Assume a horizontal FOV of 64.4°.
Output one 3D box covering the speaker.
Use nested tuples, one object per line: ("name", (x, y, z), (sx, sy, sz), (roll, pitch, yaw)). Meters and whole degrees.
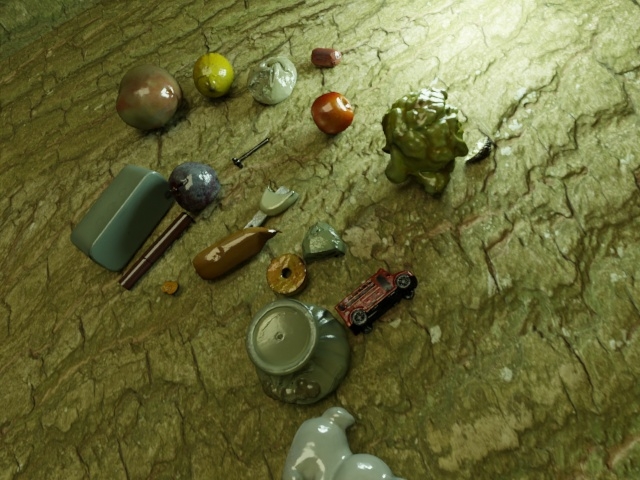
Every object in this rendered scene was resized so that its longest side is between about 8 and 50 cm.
("speaker", (-0.766, -0.096, 1.970), (0.184, 0.183, 0.406), (23, 73, 33))

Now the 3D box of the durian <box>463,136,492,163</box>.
("durian", (0.533, -0.304, 1.708), (0.066, 0.052, 0.130), (33, 78, 33))

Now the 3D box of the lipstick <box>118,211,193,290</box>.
("lipstick", (-0.618, 0.036, 1.917), (0.057, 0.057, 0.356), (33, 76, 30))

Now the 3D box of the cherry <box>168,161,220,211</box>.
("cherry", (-0.476, -0.206, 1.931), (0.195, 0.195, 0.195), (-8, 61, 15))

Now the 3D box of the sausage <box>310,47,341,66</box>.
("sausage", (0.023, -0.763, 2.119), (0.141, 0.076, 0.076), (11, 67, 25))

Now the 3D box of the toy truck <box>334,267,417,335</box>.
("toy truck", (0.172, 0.172, 1.542), (0.253, 0.107, 0.114), (-39, 58, -4))

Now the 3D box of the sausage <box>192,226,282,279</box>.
("sausage", (-0.288, 0.027, 1.775), (0.328, 0.112, 0.112), (-29, 58, 2))

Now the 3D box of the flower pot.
("flower pot", (-0.077, 0.312, 1.474), (0.308, 0.244, 0.307), (-9, 60, 16))

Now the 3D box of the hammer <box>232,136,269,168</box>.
("hammer", (-0.272, -0.356, 2.033), (0.178, 0.021, 0.065), (-37, 58, -6))

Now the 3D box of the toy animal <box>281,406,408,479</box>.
("toy animal", (0.098, 0.590, 1.295), (0.368, 0.196, 0.241), (20, 69, 29))

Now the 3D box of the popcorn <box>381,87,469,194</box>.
("popcorn", (0.345, -0.344, 1.671), (0.275, 0.279, 0.335), (-2, 48, -3))

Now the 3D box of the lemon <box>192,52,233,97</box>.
("lemon", (-0.467, -0.715, 2.201), (0.181, 0.180, 0.193), (-25, 79, 5))

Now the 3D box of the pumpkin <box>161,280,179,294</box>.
("pumpkin", (-0.537, 0.172, 1.832), (0.083, 0.028, 0.050), (13, 69, 34))

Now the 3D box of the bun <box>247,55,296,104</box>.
("bun", (-0.211, -0.681, 2.128), (0.210, 0.116, 0.237), (-2, 62, 19))

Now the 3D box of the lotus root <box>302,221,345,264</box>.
("lotus root", (-0.003, -0.001, 1.717), (0.143, 0.070, 0.144), (-21, 58, 7))

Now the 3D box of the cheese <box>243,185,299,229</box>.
("cheese", (-0.195, -0.110, 1.854), (0.127, 0.049, 0.235), (32, 78, 27))

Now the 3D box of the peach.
("peach", (-0.741, -0.623, 2.199), (0.292, 0.247, 0.292), (-26, 41, 25))

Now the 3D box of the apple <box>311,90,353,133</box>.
("apple", (0.046, -0.479, 1.907), (0.139, 0.163, 0.163), (-22, 57, 20))

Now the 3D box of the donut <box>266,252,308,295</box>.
("donut", (-0.108, 0.119, 1.696), (0.152, 0.058, 0.151), (-8, 60, 15))
